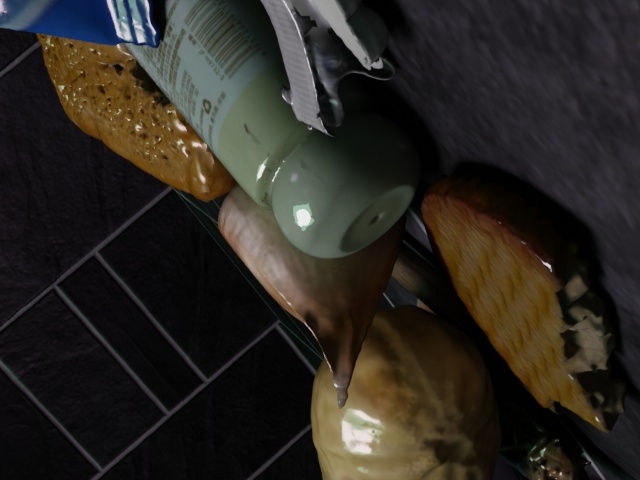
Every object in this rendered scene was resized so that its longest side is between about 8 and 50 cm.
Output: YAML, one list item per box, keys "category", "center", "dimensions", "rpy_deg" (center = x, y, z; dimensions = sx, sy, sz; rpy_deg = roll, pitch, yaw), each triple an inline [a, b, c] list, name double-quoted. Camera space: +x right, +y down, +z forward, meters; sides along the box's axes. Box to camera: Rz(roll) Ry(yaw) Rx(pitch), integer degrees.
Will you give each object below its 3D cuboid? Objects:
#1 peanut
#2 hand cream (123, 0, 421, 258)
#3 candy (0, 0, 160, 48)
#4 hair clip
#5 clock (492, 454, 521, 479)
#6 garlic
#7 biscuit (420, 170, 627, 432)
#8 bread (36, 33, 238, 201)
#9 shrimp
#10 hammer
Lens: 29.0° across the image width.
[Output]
- category: "peanut"
  center: [0.060, 0.156, 0.930]
  dimensions: [0.147, 0.147, 0.319]
  rpy_deg: [47, 162, 19]
- category: "hand cream"
  center: [-0.064, -0.117, 0.756]
  dimensions: [0.306, 0.093, 0.147]
  rpy_deg: [48, 145, 20]
- category: "candy"
  center: [-0.255, -0.204, 0.727]
  dimensions: [0.331, 0.077, 0.187]
  rpy_deg: [9, 129, 15]
- category: "hair clip"
  center: [-0.034, -0.151, 0.605]
  dimensions: [0.220, 0.054, 0.140]
  rpy_deg: [57, 175, -29]
- category: "clock"
  center: [0.178, 0.308, 1.289]
  dimensions: [0.254, 0.189, 0.189]
  rpy_deg: [42, 172, 3]
- category: "garlic"
  center: [-0.009, -0.001, 0.819]
  dimensions: [0.115, 0.128, 0.207]
  rpy_deg: [32, -170, -13]
- category: "biscuit"
  center: [0.120, 0.034, 0.686]
  dimensions: [0.176, 0.031, 0.228]
  rpy_deg: [49, 171, 0]
- category: "bread"
  center: [-0.142, -0.155, 0.987]
  dimensions: [0.380, 0.109, 0.185]
  rpy_deg: [31, 139, 60]
- category: "shrimp"
  center: [0.137, 0.123, 0.952]
  dimensions: [0.251, 0.052, 0.143]
  rpy_deg: [42, 166, 51]
- category: "hammer"
  center: [0.056, 0.015, 0.937]
  dimensions: [0.365, 0.043, 0.111]
  rpy_deg: [42, 168, 39]
